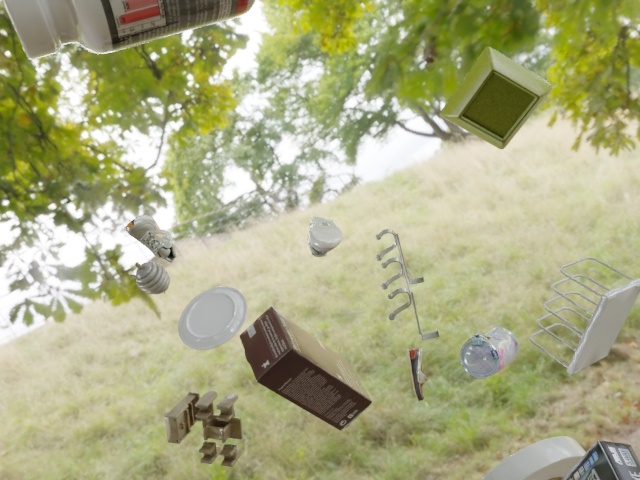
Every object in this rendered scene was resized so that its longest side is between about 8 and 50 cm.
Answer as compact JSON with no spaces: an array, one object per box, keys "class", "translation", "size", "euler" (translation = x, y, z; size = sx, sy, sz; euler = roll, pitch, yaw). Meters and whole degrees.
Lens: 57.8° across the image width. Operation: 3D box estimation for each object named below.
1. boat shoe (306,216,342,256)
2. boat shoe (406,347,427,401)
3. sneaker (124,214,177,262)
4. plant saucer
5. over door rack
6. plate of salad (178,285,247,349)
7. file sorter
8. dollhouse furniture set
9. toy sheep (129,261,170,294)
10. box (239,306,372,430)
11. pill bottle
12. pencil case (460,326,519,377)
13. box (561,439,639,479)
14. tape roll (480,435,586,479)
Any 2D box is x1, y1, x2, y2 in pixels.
[{"class":"boat shoe","translation":[0.000,0.000,1.139],"size":[0.184,0.066,0.063],"euler":[-121,40,-72]},{"class":"boat shoe","translation":[0.258,0.350,1.519],"size":[0.043,0.137,0.049],"euler":[-10,-15,7]},{"class":"sneaker","translation":[-0.590,0.000,2.071],"size":[0.099,0.121,0.262],"euler":[-39,-25,4]},{"class":"plant saucer","translation":[0.403,-0.312,1.325],"size":[0.188,0.188,0.045],"euler":[-57,15,32]},{"class":"over door rack","translation":[0.253,0.148,1.789],"size":[0.108,0.239,0.324],"euler":[-20,-40,16]},{"class":"plate of salad","translation":[-0.286,0.210,1.557],"size":[0.200,0.200,0.048],"euler":[-36,-42,-10]},{"class":"file sorter","translation":[0.763,0.209,1.689],"size":[0.193,0.173,0.277],"euler":[-14,-53,-34]},{"class":"dollhouse furniture set","translation":[-0.366,0.601,1.933],"size":[0.242,0.212,0.161],"euler":[2,14,17]},{"class":"toy sheep","translation":[-0.445,0.096,1.521],"size":[0.091,0.091,0.132],"euler":[-37,-41,3]},{"class":"box","translation":[-0.039,0.367,1.644],"size":[0.143,0.381,0.191],"euler":[-45,38,8]},{"class":"pill bottle","translation":[-0.297,-0.409,0.886],"size":[0.363,0.210,0.210],"euler":[-24,-8,-19]},{"class":"pencil case","translation":[0.513,0.333,1.750],"size":[0.114,0.124,0.273],"euler":[-26,-15,28]},{"class":"box","translation":[0.509,0.561,1.060],"size":[0.242,0.077,0.307],"euler":[-94,18,-53]},{"class":"tape roll","translation":[0.581,0.702,1.618],"size":[0.392,0.072,0.392],"euler":[-14,-50,-17]}]
